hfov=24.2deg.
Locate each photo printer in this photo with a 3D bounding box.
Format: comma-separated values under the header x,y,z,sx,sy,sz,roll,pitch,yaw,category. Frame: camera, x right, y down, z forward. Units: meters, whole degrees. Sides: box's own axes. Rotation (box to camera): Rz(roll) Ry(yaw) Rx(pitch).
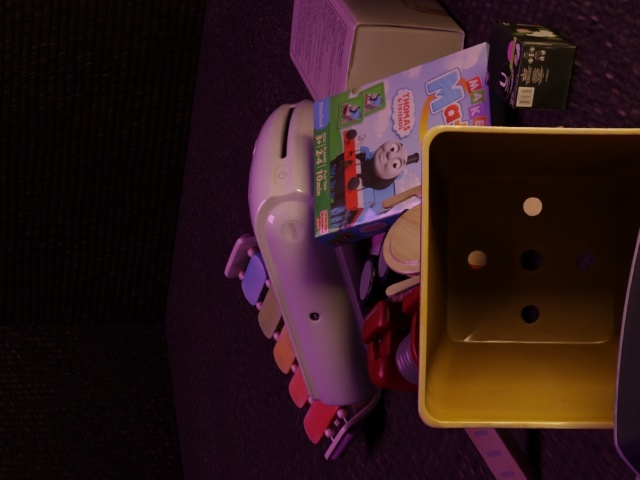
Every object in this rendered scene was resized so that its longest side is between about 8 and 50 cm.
x,y,z,sx,sy,sz,roll,pitch,yaw,category
0.000,0.000,1.751,0.256,0.107,0.307,-84,-20,-60,photo printer

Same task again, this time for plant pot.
x,y,z,sx,sy,sz,roll,pitch,yaw,category
0.173,0.022,1.133,0.187,0.212,0.212,-116,26,-87,plant pot

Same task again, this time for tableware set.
x,y,z,sx,sy,sz,roll,pitch,yaw,category
0.148,-0.016,1.330,0.039,0.194,0.128,51,-154,-36,tableware set

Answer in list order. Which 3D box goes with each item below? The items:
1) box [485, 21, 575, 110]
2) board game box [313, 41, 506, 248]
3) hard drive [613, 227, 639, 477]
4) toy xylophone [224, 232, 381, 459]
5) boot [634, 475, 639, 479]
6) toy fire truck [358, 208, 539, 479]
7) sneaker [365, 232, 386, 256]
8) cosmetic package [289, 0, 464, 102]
x,y,z,sx,sy,sz,roll,pitch,yaw,category
0.189,-0.159,1.355,0.083,0.052,0.062,-118,32,-65,box
0.088,-0.094,1.507,0.211,0.039,0.160,-16,62,31,board game box
0.248,0.013,0.898,0.172,0.054,0.254,-39,32,61,hard drive
-0.023,0.148,2.021,0.322,0.081,0.236,56,154,26,toy xylophone
0.272,0.145,0.910,0.178,0.085,0.236,-170,90,-76,boot
0.128,0.120,1.474,0.217,0.158,0.246,125,153,-67,toy fire truck
0.105,-0.015,1.634,0.252,0.103,0.111,118,149,-79,sneaker
0.058,-0.228,1.739,0.296,0.129,0.153,-113,27,-59,cosmetic package
